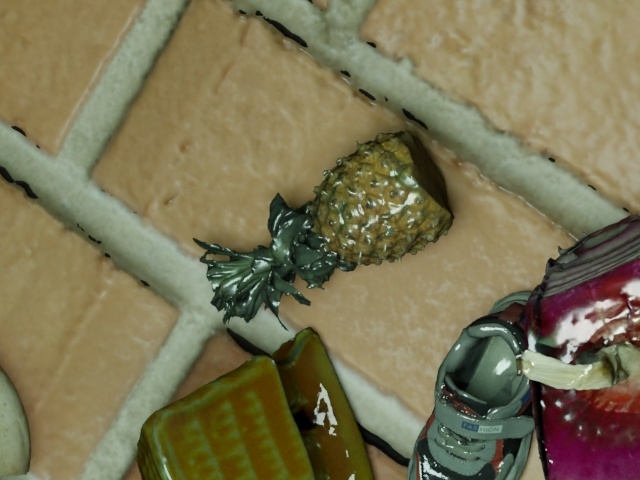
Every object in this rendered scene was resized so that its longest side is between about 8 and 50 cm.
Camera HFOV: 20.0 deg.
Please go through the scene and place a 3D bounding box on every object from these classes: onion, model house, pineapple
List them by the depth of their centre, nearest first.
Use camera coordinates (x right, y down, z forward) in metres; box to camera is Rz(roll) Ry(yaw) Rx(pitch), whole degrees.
[{"bbox_3d":[0.295,0.095,1.480,0.230,0.272,0.256,-6,125,13],"label":"onion"},{"bbox_3d":[-0.060,0.233,1.588,0.173,0.239,0.268,-25,82,16],"label":"model house"},{"bbox_3d":[0.000,0.000,1.637,0.251,0.125,0.125,-28,82,23],"label":"pineapple"}]

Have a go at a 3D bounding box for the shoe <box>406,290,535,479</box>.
[{"bbox_3d":[0.141,0.152,1.582,0.099,0.125,0.227,26,97,13],"label":"shoe"}]

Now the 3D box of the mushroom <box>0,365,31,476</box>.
[{"bbox_3d":[-0.416,0.170,1.728,0.254,0.195,0.189,-21,81,14],"label":"mushroom"}]
